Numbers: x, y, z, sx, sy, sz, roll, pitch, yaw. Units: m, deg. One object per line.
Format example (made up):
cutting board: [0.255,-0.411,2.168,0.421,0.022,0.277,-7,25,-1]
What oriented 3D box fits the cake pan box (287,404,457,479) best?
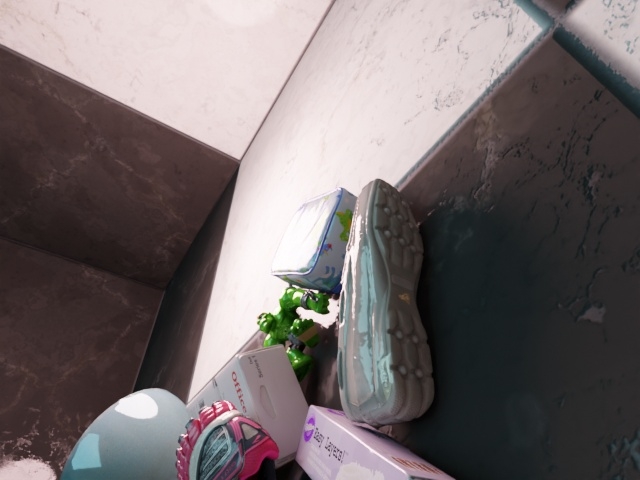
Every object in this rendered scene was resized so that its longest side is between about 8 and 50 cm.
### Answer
cake pan box: [0.019,0.315,0.404,0.246,0.070,0.267,-71,15,-14]

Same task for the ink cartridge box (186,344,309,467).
ink cartridge box: [-0.114,0.287,0.648,0.219,0.092,0.160,-47,59,37]

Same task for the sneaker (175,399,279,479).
sneaker: [-0.112,0.359,0.507,0.111,0.120,0.300,10,106,37]

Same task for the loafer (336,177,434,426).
loafer: [0.066,0.060,0.520,0.111,0.112,0.320,-31,41,41]

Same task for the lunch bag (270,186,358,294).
lunch bag: [0.000,0.000,0.741,0.219,0.090,0.176,-11,55,64]

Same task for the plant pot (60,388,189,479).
plant pot: [-0.340,0.487,0.851,0.195,0.290,0.291,14,79,31]

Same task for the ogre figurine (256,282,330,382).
ogre figurine: [-0.052,0.163,0.710,0.118,0.096,0.197,37,131,53]
